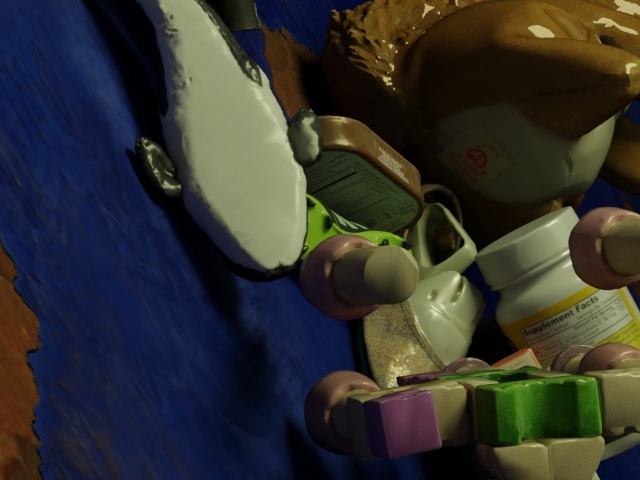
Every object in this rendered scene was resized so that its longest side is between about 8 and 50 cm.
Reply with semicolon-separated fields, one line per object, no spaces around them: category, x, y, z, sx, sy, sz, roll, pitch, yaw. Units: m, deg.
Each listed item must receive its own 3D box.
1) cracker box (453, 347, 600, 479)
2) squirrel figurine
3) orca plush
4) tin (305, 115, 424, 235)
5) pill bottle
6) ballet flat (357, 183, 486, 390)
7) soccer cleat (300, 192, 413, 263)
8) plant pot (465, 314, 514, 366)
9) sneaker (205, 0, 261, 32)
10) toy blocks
cracker box;0.192;0.222;1.649;0.232;0.067;0.156;62;-15;7
squirrel figurine;0.210;-0.193;1.914;0.370;0.397;0.281;-49;148;-43
orca plush;-0.101;-0.086;1.484;0.151;0.102;0.287;-33;82;-26
tin;0.021;-0.049;1.646;0.190;0.106;0.040;35;32;-50
pill bottle;0.229;0.083;1.660;0.208;0.119;0.119;62;19;-2
ballet flat;0.095;0.046;1.696;0.107;0.106;0.316;48;23;-30
soccer cleat;0.000;0.000;1.609;0.179;0.072;0.060;22;75;-34
plant pot;0.231;0.140;1.815;0.187;0.167;0.188;63;21;9
sneaker;-0.112;-0.231;1.588;0.222;0.083;0.118;-147;-134;-74
toy blocks;0.126;0.138;1.436;0.260;0.289;0.309;173;-88;-74
